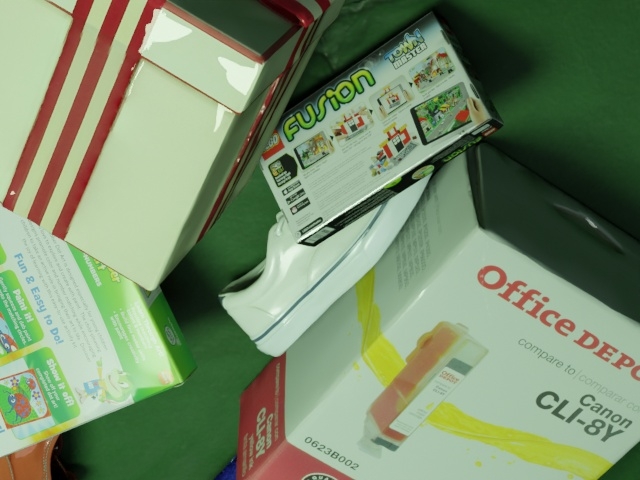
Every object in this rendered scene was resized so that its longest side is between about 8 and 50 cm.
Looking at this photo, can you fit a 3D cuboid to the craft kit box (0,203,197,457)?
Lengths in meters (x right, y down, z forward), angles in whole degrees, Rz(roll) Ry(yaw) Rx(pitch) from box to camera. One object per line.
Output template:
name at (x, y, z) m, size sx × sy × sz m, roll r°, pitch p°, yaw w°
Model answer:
craft kit box at (-0.277, 0.059, 1.255) m, size 0.246 × 0.061 × 0.250 m, roll -22°, pitch 96°, yaw 17°

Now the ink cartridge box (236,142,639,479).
ink cartridge box at (0.136, 0.138, 1.291) m, size 0.279 × 0.160 × 0.385 m, roll 30°, pitch 118°, yaw -18°

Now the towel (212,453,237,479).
towel at (-0.086, 0.362, 1.499) m, size 0.227 × 0.076 × 0.308 m, roll 30°, pitch 118°, yaw -26°

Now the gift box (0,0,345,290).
gift box at (-0.137, -0.167, 1.051) m, size 0.255 × 0.276 × 0.258 m, roll 28°, pitch 124°, yaw -2°

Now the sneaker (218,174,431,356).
sneaker at (0.000, 0.000, 1.245) m, size 0.091 × 0.094 × 0.258 m, roll 38°, pitch 111°, yaw -9°

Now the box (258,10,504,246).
box at (0.045, -0.095, 1.174) m, size 0.207 × 0.114 × 0.036 m, roll -32°, pitch 161°, yaw 20°

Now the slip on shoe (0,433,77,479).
slip on shoe at (-0.310, 0.278, 1.419) m, size 0.101 × 0.123 × 0.331 m, roll 5°, pitch 118°, yaw -8°
